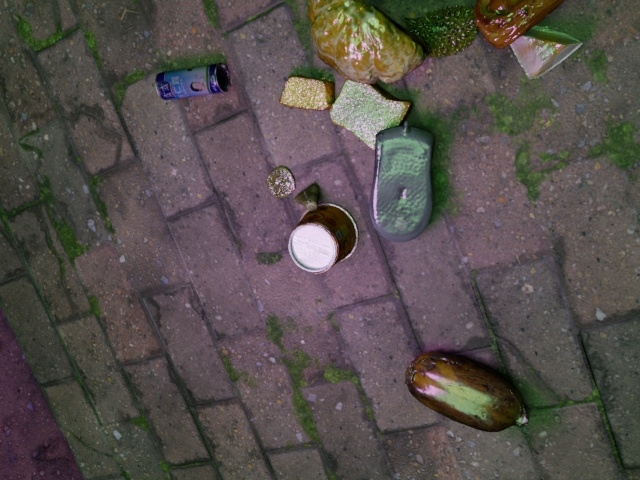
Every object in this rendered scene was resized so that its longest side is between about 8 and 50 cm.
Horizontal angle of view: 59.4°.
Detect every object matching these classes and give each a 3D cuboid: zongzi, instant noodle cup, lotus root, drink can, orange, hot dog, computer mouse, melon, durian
[{"bbox_3d":[-0.056,-0.123,1.840,0.113,0.104,0.052,-26,124,26],"label":"zongzi"},{"bbox_3d":[0.000,0.000,1.815,0.216,0.172,0.216,5,108,17],"label":"instant noodle cup"},{"bbox_3d":[0.464,0.484,1.787,0.397,0.179,0.196,21,113,14],"label":"lotus root"},{"bbox_3d":[-0.422,-0.524,1.855,0.235,0.097,0.097,-1,105,21],"label":"drink can"},{"bbox_3d":[0.099,-0.557,1.542,0.368,0.271,0.210,43,97,11],"label":"orange"},{"bbox_3d":[0.532,-0.634,1.449,0.272,0.122,0.196,-37,54,20],"label":"hot dog"},{"bbox_3d":[0.246,-0.181,1.697,0.188,0.122,0.371,3,112,4],"label":"computer mouse"},{"bbox_3d":[0.583,-0.504,1.510,0.202,0.093,0.139,21,119,20],"label":"melon"},{"bbox_3d":[0.330,-0.582,1.574,0.220,0.095,0.137,1,105,26],"label":"durian"}]

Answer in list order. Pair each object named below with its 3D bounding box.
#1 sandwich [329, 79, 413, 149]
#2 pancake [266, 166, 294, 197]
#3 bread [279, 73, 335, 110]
[{"bbox_3d":[0.149,-0.396,1.706,0.214,0.065,0.186,37,114,6],"label":"sandwich"},{"bbox_3d":[-0.135,-0.196,1.891,0.108,0.017,0.108,6,106,21],"label":"pancake"},{"bbox_3d":[-0.045,-0.463,1.760,0.187,0.065,0.103,15,115,16],"label":"bread"}]
